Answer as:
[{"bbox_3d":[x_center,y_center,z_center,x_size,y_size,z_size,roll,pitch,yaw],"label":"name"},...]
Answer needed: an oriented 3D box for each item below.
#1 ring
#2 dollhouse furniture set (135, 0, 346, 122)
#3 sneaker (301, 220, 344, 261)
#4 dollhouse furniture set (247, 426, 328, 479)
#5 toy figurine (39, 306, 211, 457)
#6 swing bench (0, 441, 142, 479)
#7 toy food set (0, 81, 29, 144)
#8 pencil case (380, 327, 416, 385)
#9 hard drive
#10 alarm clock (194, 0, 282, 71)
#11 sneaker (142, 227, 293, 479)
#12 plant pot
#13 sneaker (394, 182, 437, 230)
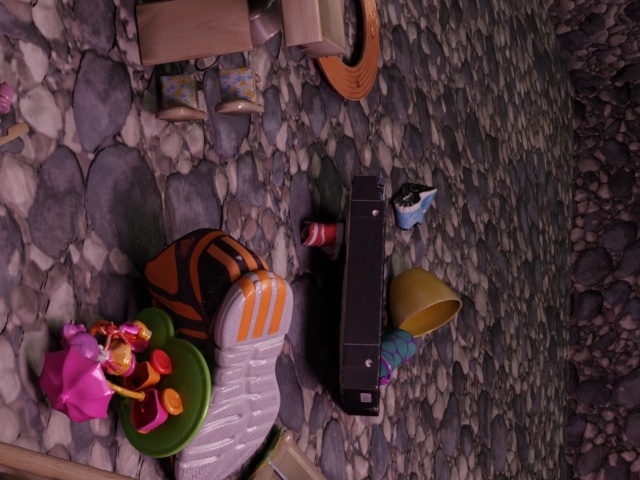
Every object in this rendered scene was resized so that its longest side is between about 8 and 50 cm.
[{"bbox_3d":[0.027,-0.409,1.828,0.337,0.032,0.336,-6,90,-65],"label":"ring"},{"bbox_3d":[-0.106,-0.260,1.231,0.161,0.242,0.212,-15,98,-78],"label":"dollhouse furniture set"},{"bbox_3d":[0.000,0.000,1.666,0.118,0.067,0.042,104,-11,-67],"label":"sneaker"},{"bbox_3d":[-0.033,0.444,1.444,0.301,0.151,0.197,50,23,-4],"label":"dollhouse furniture set"},{"bbox_3d":[-0.217,0.130,1.084,0.159,0.130,0.173,25,39,-52],"label":"toy figurine"},{"bbox_3d":[-0.250,0.307,0.869,0.255,0.165,0.253,32,54,-35],"label":"swing bench"},{"bbox_3d":[-0.326,-0.150,1.002,0.122,0.019,0.078,68,27,-14],"label":"toy food set"},{"bbox_3d":[0.117,0.203,1.835,0.070,0.064,0.152,65,27,-2],"label":"pencil case"},{"bbox_3d":[0.070,0.093,1.668,0.237,0.064,0.338,80,13,-71],"label":"hard drive"},{"bbox_3d":[-0.112,-0.299,1.387,0.192,0.129,0.064,-62,142,-19],"label":"alarm clock"},{"bbox_3d":[-0.134,0.127,1.229,0.125,0.180,0.321,-6,125,-40],"label":"sneaker"},{"bbox_3d":[0.181,0.107,1.946,0.134,0.134,0.095,32,28,-60],"label":"plant pot"},{"bbox_3d":[0.182,-0.066,2.071,0.162,0.063,0.073,-38,136,-57],"label":"sneaker"}]
